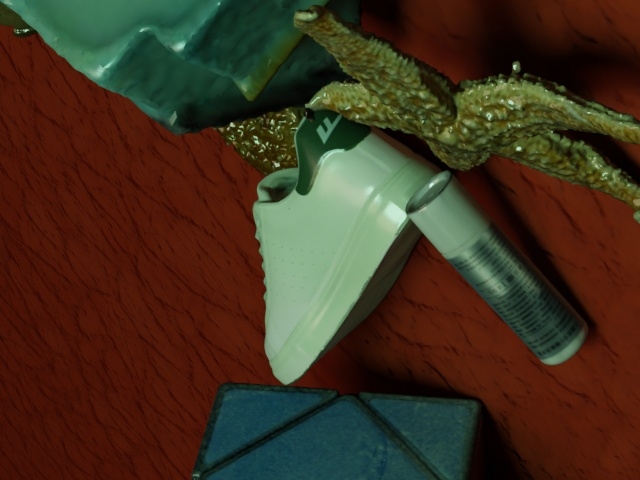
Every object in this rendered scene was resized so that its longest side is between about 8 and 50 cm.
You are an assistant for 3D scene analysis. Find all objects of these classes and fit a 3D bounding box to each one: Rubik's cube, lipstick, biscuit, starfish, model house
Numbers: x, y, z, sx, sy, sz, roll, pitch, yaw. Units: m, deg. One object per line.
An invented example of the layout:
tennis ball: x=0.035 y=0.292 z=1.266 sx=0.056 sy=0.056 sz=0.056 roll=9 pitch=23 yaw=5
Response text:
Rubik's cube: x=0.013 y=0.247 z=1.357 sx=0.205 sy=0.205 sz=0.207 roll=4 pitch=135 yaw=12
lipstick: x=0.112 y=0.019 z=1.167 sx=0.141 sy=0.040 sz=0.040 roll=48 pitch=155 yaw=-14
biscuit: x=-0.063 y=-0.112 z=1.336 sx=0.206 sy=0.025 sz=0.126 roll=56 pitch=153 yaw=-4
starfish: x=0.091 y=-0.070 z=1.022 sx=0.231 sy=0.048 sz=0.295 roll=16 pitch=170 yaw=26
model house: x=-0.069 y=-0.203 z=1.101 sx=0.280 sy=0.230 sz=0.249 roll=43 pitch=-168 yaw=26

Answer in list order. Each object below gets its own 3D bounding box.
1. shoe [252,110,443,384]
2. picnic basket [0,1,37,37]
shoe: x=0.000 y=0.000 z=1.291 sx=0.110 sy=0.095 sz=0.265 roll=43 pitch=143 yaw=6
picnic basket: x=-0.228 y=-0.218 z=1.361 sx=0.178 sy=0.128 sz=0.138 roll=-13 pitch=109 yaw=42
